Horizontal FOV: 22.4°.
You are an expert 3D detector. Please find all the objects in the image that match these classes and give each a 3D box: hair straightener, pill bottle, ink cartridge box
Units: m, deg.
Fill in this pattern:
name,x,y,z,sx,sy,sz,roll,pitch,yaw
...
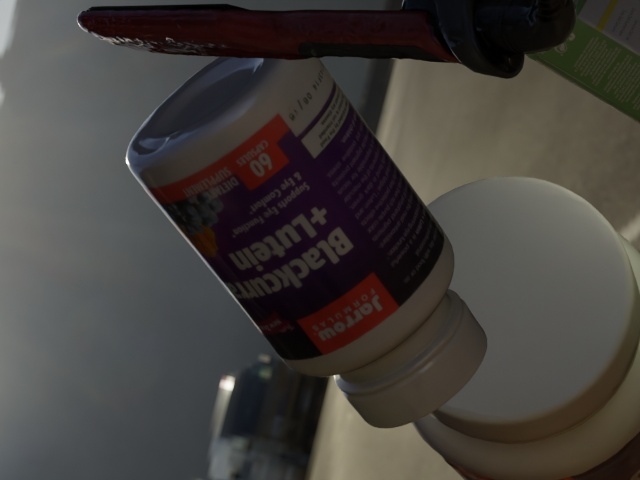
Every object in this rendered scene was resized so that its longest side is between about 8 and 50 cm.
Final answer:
name,x,y,z,sx,sy,sz,roll,pitch,yaw
hair straightener,0.002,-0.094,0.456,0.230,0.047,0.089,13,93,57
pill bottle,0.183,0.106,1.323,0.392,0.224,0.224,50,-129,-64
ink cartridge box,0.274,-0.125,1.133,0.171,0.235,0.056,-56,-3,-47
pill bottle,0.000,0.000,0.818,0.108,0.193,0.108,-32,21,14
